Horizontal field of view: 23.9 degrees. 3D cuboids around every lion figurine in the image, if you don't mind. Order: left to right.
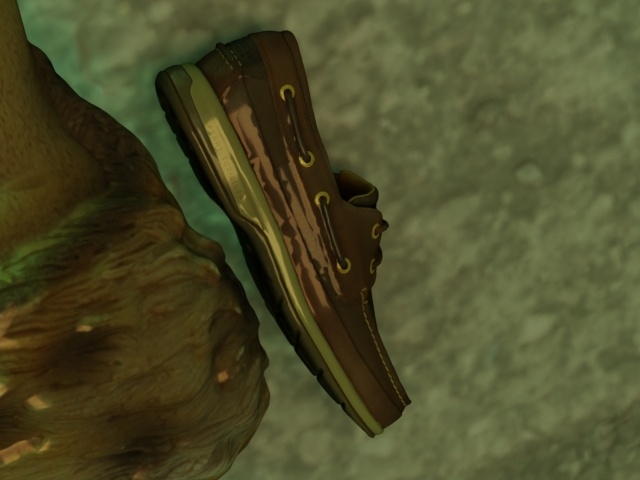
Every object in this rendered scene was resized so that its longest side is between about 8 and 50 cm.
[{"bbox_3d":[-0.147,-0.070,0.480,0.240,0.142,0.392,-15,108,-24],"label":"lion figurine"}]

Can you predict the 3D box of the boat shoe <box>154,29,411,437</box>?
[{"bbox_3d":[0.000,0.000,0.597,0.060,0.064,0.178,-30,113,-7],"label":"boat shoe"}]
